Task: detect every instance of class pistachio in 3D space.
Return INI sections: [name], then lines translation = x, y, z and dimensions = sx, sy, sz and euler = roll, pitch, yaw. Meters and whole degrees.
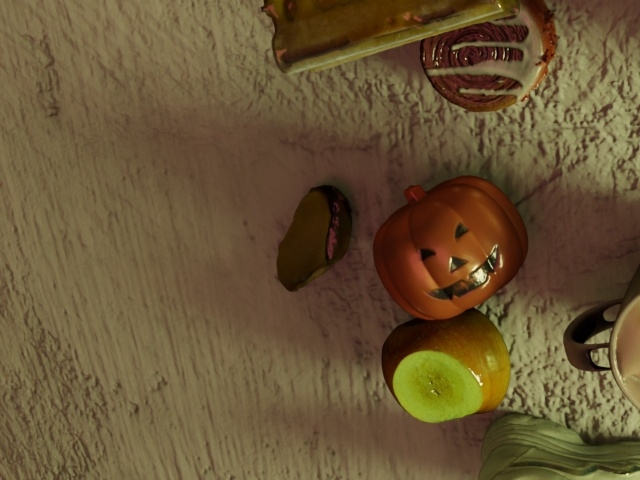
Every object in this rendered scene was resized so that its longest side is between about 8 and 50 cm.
[pistachio]
translation = 0.000, 0.000, 1.476
dimensions = 0.089, 0.049, 0.173
euler = 45, 126, 26

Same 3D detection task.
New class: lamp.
[lamp]
translation = 0.153, 0.001, 1.335
dimensions = 0.188, 0.187, 0.164
euler = -31, 97, 30

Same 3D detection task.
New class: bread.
[bread]
translation = 0.197, -0.232, 1.279
dimensions = 0.161, 0.073, 0.160
euler = 8, 113, 20

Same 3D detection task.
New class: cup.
[cup]
translation = 0.411, 0.095, 1.254
dimensions = 0.253, 0.200, 0.191
euler = -11, 107, 26

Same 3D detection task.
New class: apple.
[apple]
translation = 0.166, 0.164, 1.407
dimensions = 0.146, 0.163, 0.147
euler = -20, 90, 34

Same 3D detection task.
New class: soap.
[soap]
translation = 0.069, -0.336, 1.218
dimensions = 0.281, 0.143, 0.259
euler = -10, 83, 26

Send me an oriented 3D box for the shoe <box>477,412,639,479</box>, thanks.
[shoe]
translation = 0.353, 0.344, 1.379
dimensions = 0.342, 0.210, 0.132
euler = 12, 115, 18
